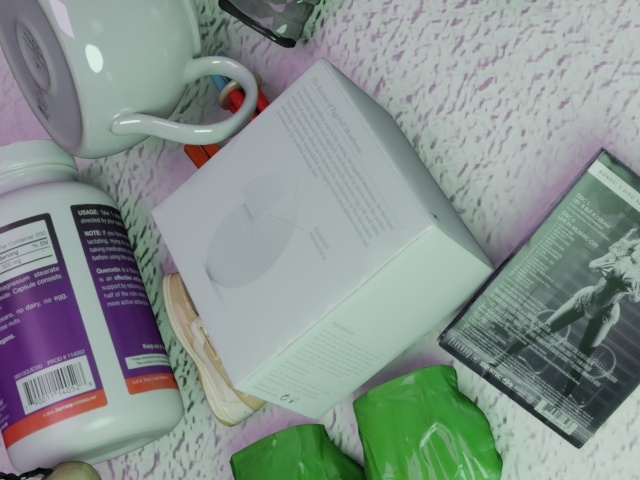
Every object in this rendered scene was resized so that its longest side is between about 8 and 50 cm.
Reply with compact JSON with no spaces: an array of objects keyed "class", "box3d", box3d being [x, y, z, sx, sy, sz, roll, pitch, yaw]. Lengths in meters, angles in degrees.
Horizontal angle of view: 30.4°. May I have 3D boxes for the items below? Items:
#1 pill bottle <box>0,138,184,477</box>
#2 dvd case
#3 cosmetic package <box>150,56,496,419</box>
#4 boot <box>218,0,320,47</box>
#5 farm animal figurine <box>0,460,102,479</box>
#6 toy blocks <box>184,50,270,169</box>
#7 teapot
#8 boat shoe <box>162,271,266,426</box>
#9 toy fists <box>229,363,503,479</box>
[{"class":"pill bottle","box3d":[-0.270,0.067,1.214,0.181,0.181,0.323,-26,75,22]},{"class":"dvd case","box3d":[0.233,0.054,1.019,0.164,0.018,0.221,37,105,-8]},{"class":"cosmetic package","box3d":[0.000,0.000,1.076,0.224,0.138,0.224,-41,53,15]},{"class":"boot","box3d":[0.023,-0.273,1.144,0.338,0.118,0.223,46,109,32]},{"class":"farm animal figurine","box3d":[-0.197,0.375,1.128,0.326,0.172,0.330,21,108,-14]},{"class":"toy blocks","box3d":[-0.092,-0.108,1.209,0.123,0.054,0.148,-43,69,18]},{"class":"teapot","box3d":[-0.200,-0.212,1.171,0.252,0.187,0.256,9,122,61]},{"class":"boat shoe","box3d":[-0.104,0.102,1.201,0.059,0.063,0.170,-28,85,19]},{"class":"toy fists","box3d":[0.042,0.231,1.102,0.279,0.096,0.142,-27,63,23]}]
